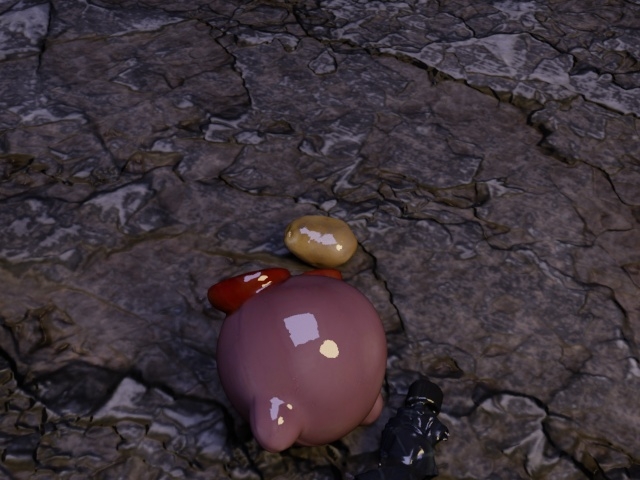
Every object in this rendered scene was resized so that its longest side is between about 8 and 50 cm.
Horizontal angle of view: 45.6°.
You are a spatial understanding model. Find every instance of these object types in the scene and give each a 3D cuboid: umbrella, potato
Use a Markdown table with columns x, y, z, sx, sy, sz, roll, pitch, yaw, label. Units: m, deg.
| x | y | z | sx | sy | sz | roll | pitch | yaw | label |
| --- | --- | --- | --- | --- | --- | --- | --- | --- | --- |
| 0.067 | 0.226 | 0.715 | 0.071 | 0.080 | 0.224 | -10 | 37 | 34 | umbrella |
| 0.000 | 0.000 | 0.895 | 0.083 | 0.062 | 0.068 | 25 | 17 | -20 | potato |

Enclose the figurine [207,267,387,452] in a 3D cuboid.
| x | y | z | sx | sy | sz | roll | pitch | yaw | label |
| --- | --- | --- | --- | --- | --- | --- | --- | --- | --- |
| -0.016 | 0.114 | 0.737 | 0.173 | 0.173 | 0.173 | 2 | 50 | -3 | figurine |
